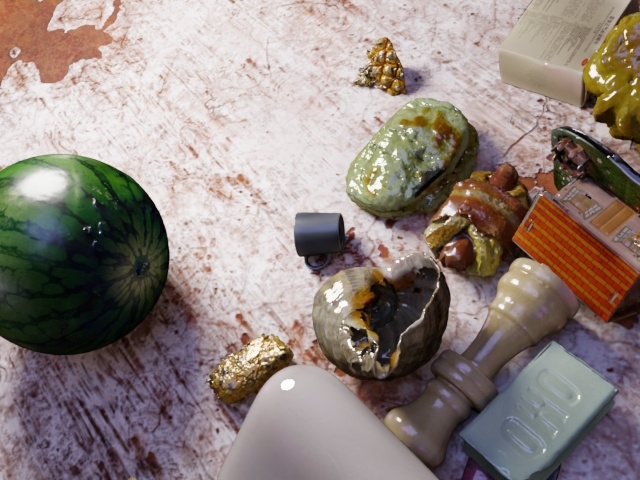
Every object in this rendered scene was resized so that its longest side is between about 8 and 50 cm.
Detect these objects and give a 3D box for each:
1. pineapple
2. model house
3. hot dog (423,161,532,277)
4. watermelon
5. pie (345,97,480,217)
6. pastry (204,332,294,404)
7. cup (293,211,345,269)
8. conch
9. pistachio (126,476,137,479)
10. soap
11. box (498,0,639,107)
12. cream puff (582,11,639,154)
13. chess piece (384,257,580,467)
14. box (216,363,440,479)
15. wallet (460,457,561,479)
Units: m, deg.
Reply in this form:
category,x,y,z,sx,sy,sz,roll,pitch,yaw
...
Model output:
category,x,y,z,sx,sy,sz,roll,pitch,yaw
pineapple,0.115,-0.333,1.441,0.114,0.114,0.077,-12,18,29
model house,0.395,-0.003,1.056,0.154,0.207,0.294,-40,56,-4
hot dog,0.257,-0.038,1.182,0.146,0.103,0.213,19,66,26
watermelon,-0.423,0.020,1.228,0.363,0.363,0.363,-8,58,13
pie,0.162,-0.145,1.286,0.201,0.090,0.248,35,78,28
pastry,-0.113,0.206,1.179,0.140,0.056,0.080,-42,45,-7
cup,0.000,0.000,1.265,0.077,0.078,0.100,-2,93,12
conch,0.099,0.132,1.084,0.210,0.159,0.291,-24,26,2
pistachio,-0.271,0.446,1.024,0.157,0.157,0.229,0,51,18
soap,0.293,0.241,0.995,0.198,0.063,0.114,-41,55,-17
box,0.446,-0.366,1.326,0.168,0.095,0.212,26,71,31
cream puff,0.545,-0.257,1.164,0.244,0.244,0.196,2,24,19
chess piece,0.202,0.205,1.051,0.117,0.117,0.397,37,78,32
box,0.014,0.352,0.944,0.349,0.141,0.289,42,116,34
wallet,0.245,0.349,0.995,0.119,0.025,0.232,14,64,25
